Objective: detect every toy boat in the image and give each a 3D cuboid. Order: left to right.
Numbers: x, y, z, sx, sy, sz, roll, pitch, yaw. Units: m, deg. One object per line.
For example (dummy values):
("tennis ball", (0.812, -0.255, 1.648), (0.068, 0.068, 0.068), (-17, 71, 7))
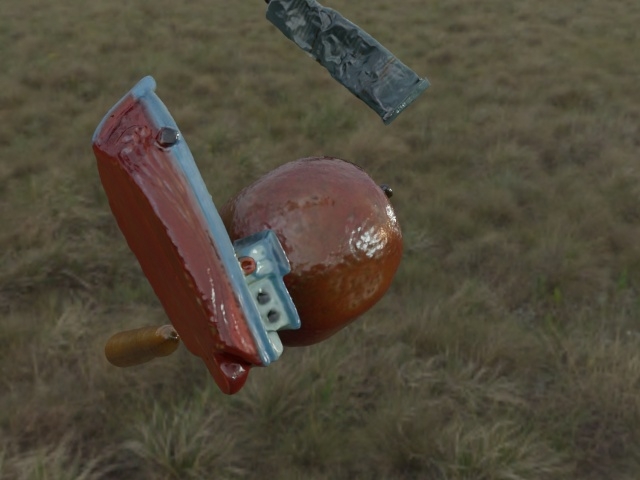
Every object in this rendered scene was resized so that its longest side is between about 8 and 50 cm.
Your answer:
("toy boat", (-0.066, -0.005, 0.454), (0.059, 0.172, 0.069), (-31, 6, -30))

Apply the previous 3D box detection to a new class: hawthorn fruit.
("hawthorn fruit", (0.000, 0.000, 0.762), (0.188, 0.169, 0.169), (-29, 29, -21))

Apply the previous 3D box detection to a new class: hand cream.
("hand cream", (0.020, -0.247, 1.076), (0.248, 0.075, 0.052), (42, 15, 18))

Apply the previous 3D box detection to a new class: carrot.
("carrot", (-0.189, 0.111, 0.896), (0.043, 0.043, 0.248), (-10, -5, -26))
